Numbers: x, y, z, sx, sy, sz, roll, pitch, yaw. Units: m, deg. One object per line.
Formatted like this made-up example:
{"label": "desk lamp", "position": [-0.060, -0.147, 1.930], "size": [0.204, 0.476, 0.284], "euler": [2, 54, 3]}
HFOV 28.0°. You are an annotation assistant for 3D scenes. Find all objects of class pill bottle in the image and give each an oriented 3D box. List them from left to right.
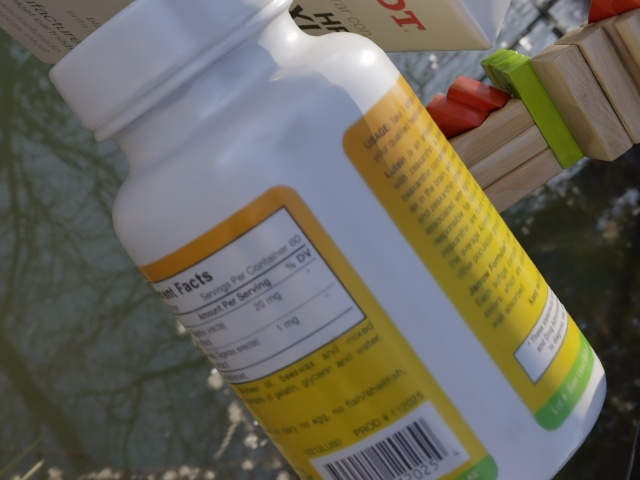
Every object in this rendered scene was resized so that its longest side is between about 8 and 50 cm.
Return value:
{"label": "pill bottle", "position": [0.000, 0.000, 0.542], "size": [0.246, 0.136, 0.136], "euler": [54, 35, -10]}

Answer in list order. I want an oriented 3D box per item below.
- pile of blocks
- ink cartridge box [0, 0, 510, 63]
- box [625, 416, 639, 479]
{"label": "pile of blocks", "position": [0.207, -0.138, 0.900], "size": [0.113, 0.362, 0.149], "euler": [57, 25, -15]}
{"label": "ink cartridge box", "position": [-0.097, -0.252, 0.775], "size": [0.285, 0.394, 0.166], "euler": [42, 60, -47]}
{"label": "box", "position": [0.201, 0.066, 0.676], "size": [0.045, 0.184, 0.190], "euler": [12, 15, 20]}
